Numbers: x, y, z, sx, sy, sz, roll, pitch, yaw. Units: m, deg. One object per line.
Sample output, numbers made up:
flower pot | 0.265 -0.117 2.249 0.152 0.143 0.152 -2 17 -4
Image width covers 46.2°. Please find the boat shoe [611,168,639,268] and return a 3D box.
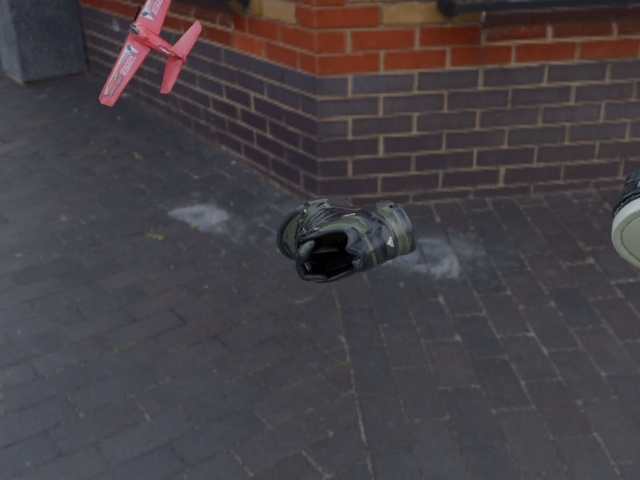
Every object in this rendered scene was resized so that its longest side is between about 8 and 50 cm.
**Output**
boat shoe | 0.476 0.026 0.870 0.340 0.127 0.113 27 43 -9

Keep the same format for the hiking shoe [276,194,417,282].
hiking shoe | 0.000 0.000 0.882 0.114 0.086 0.227 -26 13 -35

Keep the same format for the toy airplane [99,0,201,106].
toy airplane | -0.148 -0.180 0.676 0.028 0.151 0.151 23 9 -36
